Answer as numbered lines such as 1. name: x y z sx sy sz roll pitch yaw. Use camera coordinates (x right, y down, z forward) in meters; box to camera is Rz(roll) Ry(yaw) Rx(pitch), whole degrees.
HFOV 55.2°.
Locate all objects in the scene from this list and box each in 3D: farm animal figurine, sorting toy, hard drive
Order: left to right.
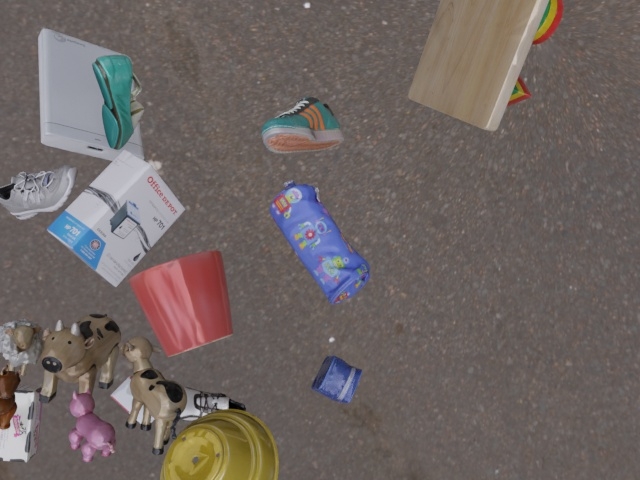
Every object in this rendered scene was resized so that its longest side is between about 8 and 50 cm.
1. farm animal figurine: -0.395 0.210 1.040 0.330 0.327 0.172 11 101 -17
2. hard drive: -0.568 -0.356 1.515 0.047 0.233 0.353 -43 51 37
3. sorting toy: 0.291 -0.336 1.062 0.089 0.255 0.257 10 109 -27

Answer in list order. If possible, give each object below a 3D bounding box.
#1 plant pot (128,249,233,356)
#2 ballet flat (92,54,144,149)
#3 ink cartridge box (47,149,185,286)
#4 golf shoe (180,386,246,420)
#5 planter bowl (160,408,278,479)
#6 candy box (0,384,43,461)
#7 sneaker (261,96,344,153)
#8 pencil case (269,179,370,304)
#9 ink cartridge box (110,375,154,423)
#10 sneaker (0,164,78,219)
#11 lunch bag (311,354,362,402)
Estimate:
1. plant pot: -0.376 0.184 1.735 0.274 0.275 0.243 -21 84 24
2. ballet flat: -0.407 -0.281 1.264 0.083 0.087 0.247 54 153 21
3. ink cartridge box: -0.350 -0.038 1.068 0.082 0.191 0.140 30 161 31
4. golf shoe: -0.255 0.363 1.371 0.093 0.077 0.198 -30 142 31
5. planter bowl: -0.183 0.364 0.987 0.217 0.217 0.090 -2 147 20
6. candy box: -0.758 0.403 1.377 0.233 0.071 0.159 6 88 -5
7. sneaker: -0.054 -0.284 1.479 0.108 0.302 0.121 -22 85 30
8. pencil case: 0.000 0.000 1.464 0.133 0.119 0.306 -36 75 9
9. ink cartridge box: -0.420 0.374 1.434 0.109 0.150 0.063 41 75 0
10. sneaker: -0.760 -0.134 1.625 0.281 0.105 0.115 -21 142 27
11. lunch bag: 0.030 0.241 1.050 0.065 0.098 0.067 29 76 -4
